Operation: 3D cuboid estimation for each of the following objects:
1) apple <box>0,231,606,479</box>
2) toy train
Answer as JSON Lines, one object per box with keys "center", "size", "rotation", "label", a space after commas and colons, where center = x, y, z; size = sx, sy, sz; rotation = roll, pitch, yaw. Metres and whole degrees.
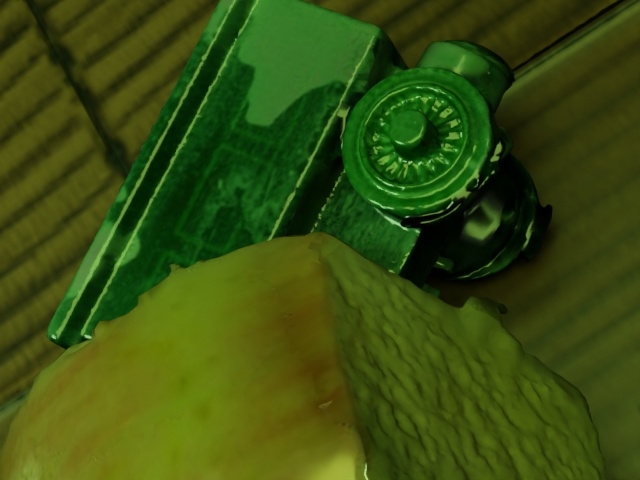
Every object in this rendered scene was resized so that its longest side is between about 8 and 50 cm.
{"center": [-0.015, 0.177, 0.850], "size": [0.309, 0.252, 0.314], "rotation": [-39, 80, 28], "label": "apple"}
{"center": [0.000, 0.000, 0.991], "size": [0.202, 0.145, 0.266], "rotation": [22, 79, 26], "label": "toy train"}
